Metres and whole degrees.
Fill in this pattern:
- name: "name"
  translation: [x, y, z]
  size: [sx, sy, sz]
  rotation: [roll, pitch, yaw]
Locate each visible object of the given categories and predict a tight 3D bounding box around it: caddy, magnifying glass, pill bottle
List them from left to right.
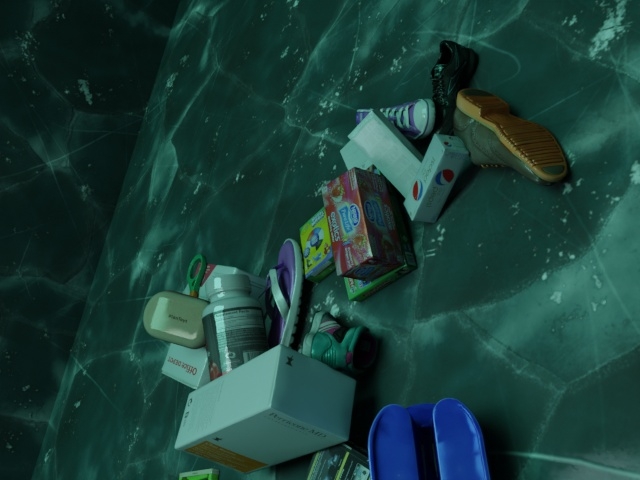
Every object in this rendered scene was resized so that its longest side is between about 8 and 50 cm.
- name: "magnifying glass"
  translation: [-0.410, 0.149, 2.281]
  size: [0.092, 0.026, 0.231]
  rotation: [-33, 42, 40]
- name: "pill bottle"
  translation: [-0.241, 0.263, 1.982]
  size: [0.176, 0.176, 0.319]
  rotation: [-28, 66, 42]
- name: "caddy"
  translation: [0.215, 0.471, 1.359]
  size: [0.241, 0.179, 0.341]
  rotation: [-8, 56, 9]

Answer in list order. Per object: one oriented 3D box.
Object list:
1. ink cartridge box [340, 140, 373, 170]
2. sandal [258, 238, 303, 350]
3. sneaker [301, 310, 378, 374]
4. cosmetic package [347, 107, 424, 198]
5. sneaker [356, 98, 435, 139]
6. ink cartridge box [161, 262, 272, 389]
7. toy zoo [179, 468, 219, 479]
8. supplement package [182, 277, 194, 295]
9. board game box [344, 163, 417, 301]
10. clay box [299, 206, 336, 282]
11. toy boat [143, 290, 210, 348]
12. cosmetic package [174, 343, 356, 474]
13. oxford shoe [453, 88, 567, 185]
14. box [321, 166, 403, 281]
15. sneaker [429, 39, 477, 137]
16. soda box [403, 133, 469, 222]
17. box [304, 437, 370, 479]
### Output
- name: "ink cartridge box"
  translation: [0.140, -0.207, 1.984]
  size: [0.109, 0.062, 0.209]
  rotation: [-43, 51, 30]
- name: "sandal"
  translation: [-0.128, 0.181, 2.057]
  size: [0.169, 0.102, 0.416]
  rotation: [-33, 47, 57]
- name: "sneaker"
  translation: [0.058, 0.255, 1.784]
  size: [0.295, 0.178, 0.124]
  rotation: [-57, -29, -74]
- name: "cosmetic package"
  translation: [0.191, -0.221, 1.808]
  size: [0.099, 0.239, 0.060]
  rotation: [-44, -4, 30]
- name: "sneaker"
  translation: [0.185, -0.317, 1.866]
  size: [0.282, 0.161, 0.102]
  rotation: [-177, 86, -69]
- name: "ink cartridge box"
  translation: [-0.333, 0.282, 2.254]
  size: [0.279, 0.160, 0.385]
  rotation: [5, 73, 55]
- name: "toy zoo"
  translation: [-0.385, 0.846, 2.102]
  size: [0.192, 0.030, 0.293]
  rotation: [-26, 51, 44]
- name: "supplement package"
  translation: [-0.442, 0.242, 2.474]
  size: [0.179, 0.105, 0.105]
  rotation: [-58, 36, 11]
- name: "board game box"
  translation: [0.128, -0.024, 1.866]
  size: [0.213, 0.046, 0.317]
  rotation: [-35, 56, 38]
- name: "clay box"
  translation: [0.000, 0.000, 2.068]
  size: [0.127, 0.053, 0.222]
  rotation: [-41, 42, 33]
- name: "toy boat"
  translation: [-0.417, 0.243, 2.128]
  size: [0.231, 0.151, 0.151]
  rotation: [15, 79, 12]
- name: "cosmetic package"
  translation: [-0.145, 0.432, 1.726]
  size: [0.453, 0.230, 0.162]
  rotation: [-35, 35, 44]
- name: "oxford shoe"
  translation: [0.424, -0.213, 1.598]
  size: [0.364, 0.130, 0.133]
  rotation: [-120, 32, -46]
- name: "box"
  translation: [0.104, -0.040, 1.769]
  size: [0.128, 0.122, 0.257]
  rotation: [-30, 59, 39]
- name: "sneaker"
  translation: [0.321, -0.394, 1.827]
  size: [0.101, 0.106, 0.267]
  rotation: [2, 73, 53]
- name: "soda box"
  translation: [0.279, -0.148, 1.705]
  size: [0.074, 0.069, 0.216]
  rotation: [-109, 31, -46]
- name: "box"
  translation: [0.051, 0.670, 1.563]
  size: [0.318, 0.097, 0.395]
  rotation: [11, 79, 54]
